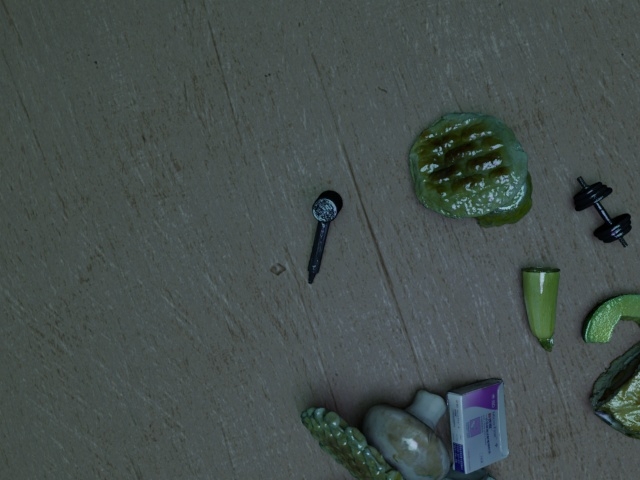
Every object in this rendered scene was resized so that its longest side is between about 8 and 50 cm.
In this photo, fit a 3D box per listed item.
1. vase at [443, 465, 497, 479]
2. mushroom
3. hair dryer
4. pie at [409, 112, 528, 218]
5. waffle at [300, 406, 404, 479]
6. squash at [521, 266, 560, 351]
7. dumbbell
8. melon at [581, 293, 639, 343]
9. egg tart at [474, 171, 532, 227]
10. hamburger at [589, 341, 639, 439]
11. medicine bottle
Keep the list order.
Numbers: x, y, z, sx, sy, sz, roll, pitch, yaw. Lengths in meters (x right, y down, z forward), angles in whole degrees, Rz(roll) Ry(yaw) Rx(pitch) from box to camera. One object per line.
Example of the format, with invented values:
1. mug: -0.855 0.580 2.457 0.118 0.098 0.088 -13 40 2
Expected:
1. vase: 0.381 0.762 1.520 0.165 0.165 0.360 -5 93 5
2. mushroom: 0.233 0.477 1.511 0.244 0.243 0.243 0 90 5
3. hair dryer: 0.000 0.000 1.578 0.070 0.128 0.255 13 102 4
4. pie: 0.358 -0.191 1.517 0.306 0.071 0.306 -9 70 25
5. waffle: 0.073 0.514 1.485 0.292 0.309 0.056 43 68 7
6. squash: 0.570 0.176 1.543 0.094 0.094 0.224 -6 96 5
7. dumbbell: 0.707 -0.072 1.516 0.099 0.099 0.208 -34 88 4
8. melon: 0.762 0.194 1.530 0.210 0.064 0.118 -5 88 3
9. egg tart: 0.455 -0.132 1.551 0.197 0.078 0.197 -1 86 7
10. hamburger: 0.836 0.367 1.485 0.211 0.132 0.309 43 94 4
11. medicine bottle: 0.397 0.463 1.527 0.171 0.052 0.201 -3 89 -35
